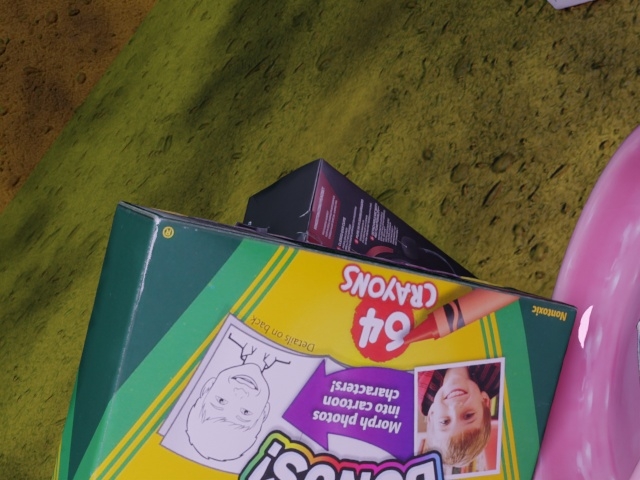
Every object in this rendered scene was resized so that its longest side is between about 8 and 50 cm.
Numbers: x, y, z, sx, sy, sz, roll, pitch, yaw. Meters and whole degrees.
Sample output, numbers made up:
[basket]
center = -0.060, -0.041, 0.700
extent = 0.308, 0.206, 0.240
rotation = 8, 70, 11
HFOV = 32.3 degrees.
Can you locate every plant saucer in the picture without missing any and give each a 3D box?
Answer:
[plant saucer]
center = 0.246, 0.074, 0.816
extent = 0.332, 0.084, 0.332
rotation = -166, 90, -88

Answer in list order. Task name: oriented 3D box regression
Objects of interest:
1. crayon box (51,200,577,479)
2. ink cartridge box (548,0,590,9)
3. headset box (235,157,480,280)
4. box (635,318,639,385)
[crayon box]
center = -0.008, 0.163, 0.840
extent = 0.106, 0.362, 0.313
rotation = 18, 95, 63
[ink cartridge box]
center = 0.351, -0.372, 1.226
extent = 0.237, 0.100, 0.172
rotation = -3, 58, 54
[headset box]
center = 0.029, 0.082, 1.028
extent = 0.110, 0.293, 0.218
rotation = -26, 41, 40
[box]
center = 0.395, 0.015, 0.521
extent = 0.394, 0.097, 0.318
rotation = 10, 39, 35
